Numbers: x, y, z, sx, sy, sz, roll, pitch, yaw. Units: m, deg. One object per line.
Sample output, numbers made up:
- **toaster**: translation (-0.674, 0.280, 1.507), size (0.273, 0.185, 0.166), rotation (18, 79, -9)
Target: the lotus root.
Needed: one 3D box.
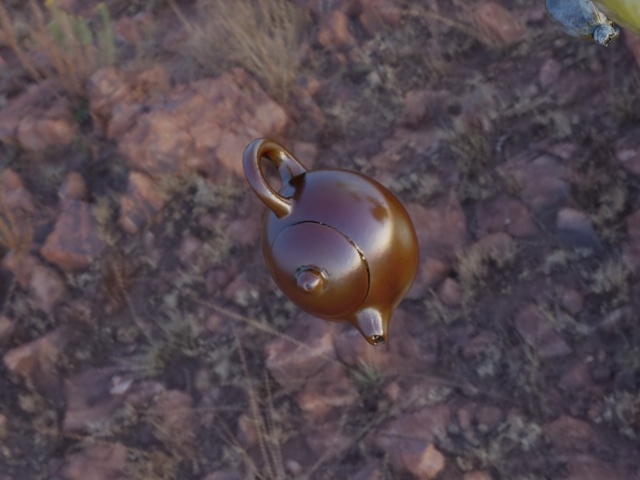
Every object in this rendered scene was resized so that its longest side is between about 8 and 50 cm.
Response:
- **lotus root**: translation (0.427, -0.369, 1.746), size (0.088, 0.088, 0.165), rotation (-37, 58, 3)

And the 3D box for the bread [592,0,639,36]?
- **bread**: translation (0.312, -0.211, 0.813), size (0.170, 0.197, 0.197), rotation (-62, 34, 21)

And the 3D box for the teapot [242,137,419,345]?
- **teapot**: translation (0.000, 0.000, 1.137), size (0.178, 0.252, 0.135), rotation (-32, 12, 33)
